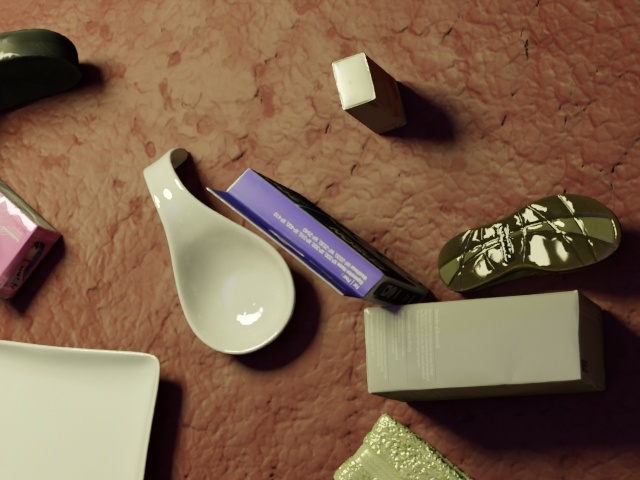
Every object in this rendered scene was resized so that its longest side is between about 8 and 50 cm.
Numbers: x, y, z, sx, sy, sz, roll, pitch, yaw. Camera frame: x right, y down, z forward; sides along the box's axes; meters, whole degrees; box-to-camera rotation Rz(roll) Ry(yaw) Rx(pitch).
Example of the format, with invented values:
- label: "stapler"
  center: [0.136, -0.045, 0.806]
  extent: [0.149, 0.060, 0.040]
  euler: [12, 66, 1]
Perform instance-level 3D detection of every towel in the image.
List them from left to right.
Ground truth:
- label: "towel"
  center: [0.094, 0.271, 1.874]
  extent: [0.148, 0.027, 0.110]
  euler: [40, 95, 22]

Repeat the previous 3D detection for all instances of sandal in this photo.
- label: "sandal"
  center: [-0.509, -0.154, 2.105]
  extent: [0.446, 0.167, 0.107]
  euler: [-14, 71, 17]
- label: "sandal"
  center: [0.232, 0.011, 1.857]
  extent: [0.219, 0.060, 0.090]
  euler: [-21, 67, 31]

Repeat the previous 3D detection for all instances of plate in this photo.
- label: "plate"
  center: [-0.322, 0.264, 2.024]
  extent: [0.277, 0.045, 0.278]
  euler: [3, 82, 22]

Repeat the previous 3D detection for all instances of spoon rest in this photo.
- label: "spoon rest"
  center: [-0.130, 0.008, 1.978]
  extent: [0.137, 0.084, 0.276]
  euler: [-37, 69, 11]

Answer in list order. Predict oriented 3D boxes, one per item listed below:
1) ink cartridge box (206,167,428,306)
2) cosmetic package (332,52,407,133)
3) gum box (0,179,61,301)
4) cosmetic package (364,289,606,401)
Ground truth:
- label: "ink cartridge box"
  center: [0.000, 0.000, 1.861]
  extent: [0.206, 0.208, 0.045]
  euler: [38, 98, 22]
- label: "cosmetic package"
  center: [0.056, -0.165, 1.920]
  extent: [0.041, 0.115, 0.060]
  euler: [-18, 75, 17]
- label: "gum box"
  center: [-0.420, -0.020, 2.103]
  extent: [0.188, 0.062, 0.107]
  euler: [40, 96, 23]
- label: "cosmetic package"
  center: [0.178, 0.117, 1.818]
  extent: [0.238, 0.127, 0.107]
  euler: [-8, 77, 18]
